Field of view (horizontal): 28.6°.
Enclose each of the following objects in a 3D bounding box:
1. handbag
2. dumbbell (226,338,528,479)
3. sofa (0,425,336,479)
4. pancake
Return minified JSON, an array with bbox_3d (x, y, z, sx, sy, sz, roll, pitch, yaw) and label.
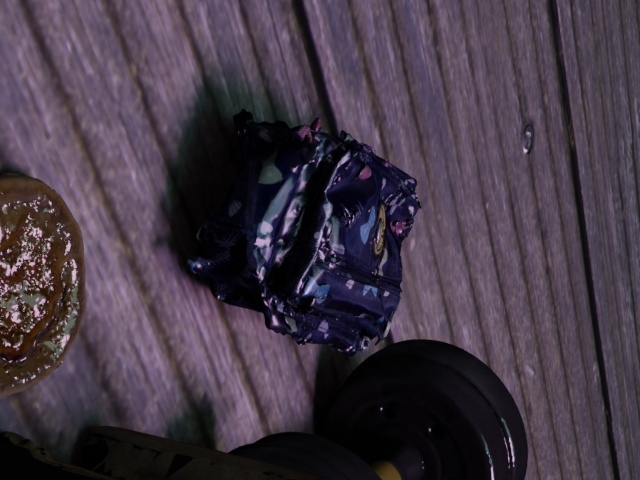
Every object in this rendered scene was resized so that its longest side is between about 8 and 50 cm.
[{"bbox_3d":[0.000,0.000,0.966,0.260,0.113,0.162,28,80,-66],"label":"handbag"},{"bbox_3d":[0.034,0.207,1.006,0.388,0.185,0.185,-25,119,-55],"label":"dumbbell"},{"bbox_3d":[-0.109,0.254,0.778,0.182,0.200,0.258,41,60,-68],"label":"sofa"},{"bbox_3d":[-0.186,0.029,0.737,0.139,0.022,0.140,-21,114,-56],"label":"pancake"}]
